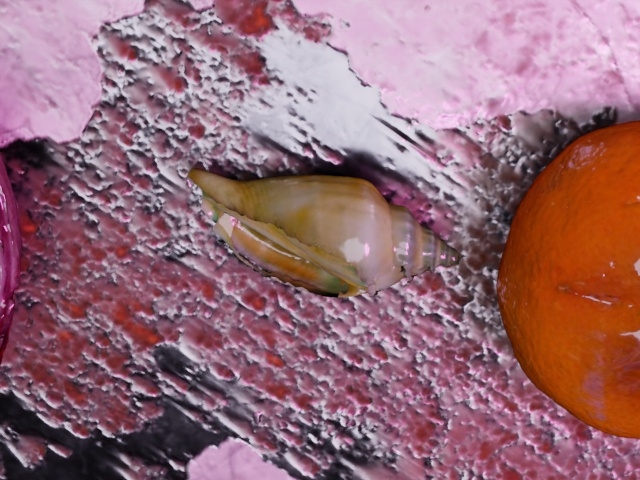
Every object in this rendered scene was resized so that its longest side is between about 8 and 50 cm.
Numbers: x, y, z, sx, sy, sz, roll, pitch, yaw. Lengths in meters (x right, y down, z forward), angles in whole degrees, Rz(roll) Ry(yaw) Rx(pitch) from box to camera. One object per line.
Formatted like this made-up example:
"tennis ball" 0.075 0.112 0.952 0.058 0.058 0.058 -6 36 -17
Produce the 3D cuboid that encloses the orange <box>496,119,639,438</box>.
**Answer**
"orange" 0.229 0.028 0.932 0.224 0.170 0.224 1 109 3

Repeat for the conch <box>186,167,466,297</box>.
"conch" 0.003 -0.003 0.992 0.200 0.079 0.095 8 124 20

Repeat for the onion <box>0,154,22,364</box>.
"onion" -0.317 0.010 0.998 0.227 0.120 0.283 -15 104 8
